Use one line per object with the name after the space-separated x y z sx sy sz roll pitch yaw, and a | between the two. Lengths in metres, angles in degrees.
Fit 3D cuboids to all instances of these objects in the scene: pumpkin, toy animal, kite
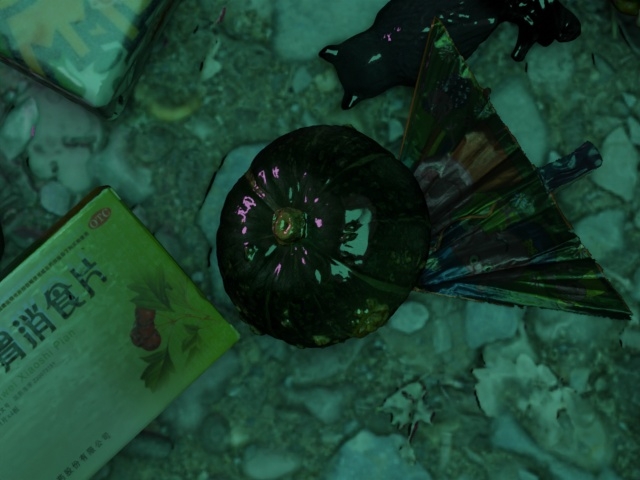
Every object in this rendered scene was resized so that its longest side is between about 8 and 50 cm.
0.001 -0.001 1.638 0.190 0.146 0.190 7 105 30 | pumpkin
0.106 -0.177 1.676 0.210 0.117 0.121 -31 92 -4 | toy animal
0.134 -0.029 1.687 0.234 0.016 0.321 -31 103 15 | kite

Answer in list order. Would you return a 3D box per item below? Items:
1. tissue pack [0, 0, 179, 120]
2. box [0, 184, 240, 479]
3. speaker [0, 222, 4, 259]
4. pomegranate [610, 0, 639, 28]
-0.259 -0.275 1.677 0.311 0.128 0.228 29 88 3 | tissue pack
-0.221 0.102 1.646 0.260 0.062 0.175 -42 101 -9 | box
-0.456 -0.090 1.617 0.406 0.184 0.183 39 70 4 | speaker
0.342 -0.285 1.665 0.222 0.276 0.204 42 126 -16 | pomegranate
